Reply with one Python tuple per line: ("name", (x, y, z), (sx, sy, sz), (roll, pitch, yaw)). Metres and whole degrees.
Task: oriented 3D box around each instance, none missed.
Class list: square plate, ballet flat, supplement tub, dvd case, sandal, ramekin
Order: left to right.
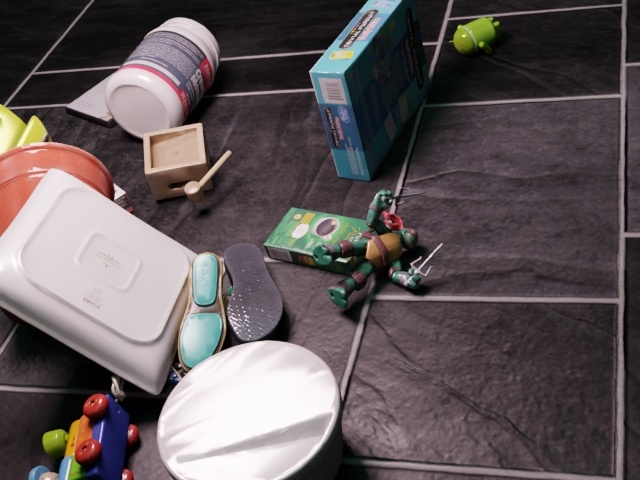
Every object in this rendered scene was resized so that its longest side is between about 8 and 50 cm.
("square plate", (-0.363, 0.050, 1.579), (0.049, 0.347, 0.344), (-48, 16, 33))
("dvd case", (-0.495, -0.377, 2.354), (0.180, 0.022, 0.253), (21, 52, 37))
("supplement tub", (-0.361, -0.377, 2.174), (0.191, 0.191, 0.272), (4, 44, 23))
("ballet flat", (-0.196, 0.132, 1.608), (0.080, 0.073, 0.232), (3, 58, 2))
("sandal", (-0.118, 0.099, 1.643), (0.097, 0.054, 0.254), (-5, 37, -5))
("ramekin", (-0.090, 0.286, 1.350), (0.273, 0.127, 0.273), (-10, 39, 8))

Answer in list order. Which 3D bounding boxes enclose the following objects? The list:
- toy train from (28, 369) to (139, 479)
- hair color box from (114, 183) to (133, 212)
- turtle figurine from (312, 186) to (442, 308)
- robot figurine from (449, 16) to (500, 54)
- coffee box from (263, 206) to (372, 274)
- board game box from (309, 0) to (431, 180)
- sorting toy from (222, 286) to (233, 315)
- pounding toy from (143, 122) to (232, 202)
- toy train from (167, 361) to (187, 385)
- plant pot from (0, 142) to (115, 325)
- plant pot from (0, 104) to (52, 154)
("toy train", (-0.370, 0.298, 1.465), (0.143, 0.105, 0.248), (-22, 38, 14))
("hair color box", (-0.482, -0.089, 1.986), (0.093, 0.053, 0.167), (-35, 41, -21))
("turtle figurine", (0.107, 0.017, 1.614), (0.234, 0.118, 0.175), (-26, 80, -25))
("robot figurine", (0.353, -0.465, 2.128), (0.115, 0.067, 0.101), (-28, 49, -13))
("coffee box", (0.000, 0.000, 1.723), (0.184, 0.040, 0.113), (10, 47, 29))
("board game box", (0.111, -0.324, 1.900), (0.079, 0.253, 0.336), (9, 45, 28))
("sorting toy", (-0.181, 0.108, 1.680), (0.062, 0.012, 0.083), (10, 46, 29))
("pounding toy", (-0.267, -0.140, 1.948), (0.181, 0.094, 0.206), (-11, 48, -1))
("toy train", (-0.211, 0.249, 1.516), (0.036, 0.027, 0.158), (-38, 42, -9))
("plant pot", (-0.503, 0.005, 1.738), (0.272, 0.272, 0.265), (-19, 47, -4))
("plant pot", (-0.668, -0.144, 1.927), (0.207, 0.227, 0.228), (15, 63, 8))
